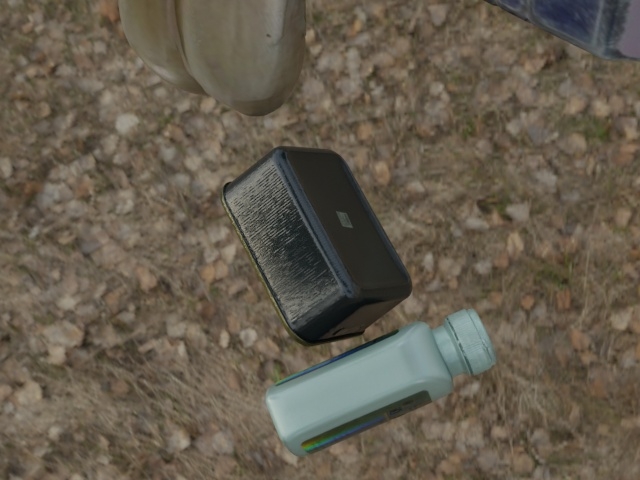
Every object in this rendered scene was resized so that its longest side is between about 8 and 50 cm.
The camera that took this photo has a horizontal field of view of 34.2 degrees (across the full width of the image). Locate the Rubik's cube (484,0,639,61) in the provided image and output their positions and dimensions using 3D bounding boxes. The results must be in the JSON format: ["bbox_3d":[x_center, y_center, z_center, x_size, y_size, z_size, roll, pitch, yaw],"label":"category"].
[{"bbox_3d":[0.168,-0.224,0.435,0.264,0.319,0.319,-34,58,-13],"label":"Rubik's cube"}]

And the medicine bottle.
[{"bbox_3d":[0.064,0.141,1.061,0.229,0.121,0.083,-25,75,2],"label":"medicine bottle"}]

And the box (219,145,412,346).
[{"bbox_3d":[0.000,0.000,1.097,0.090,0.144,0.201,-38,70,29],"label":"box"}]

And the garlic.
[{"bbox_3d":[-0.053,-0.218,0.711,0.210,0.292,0.237,-28,77,-13],"label":"garlic"}]
